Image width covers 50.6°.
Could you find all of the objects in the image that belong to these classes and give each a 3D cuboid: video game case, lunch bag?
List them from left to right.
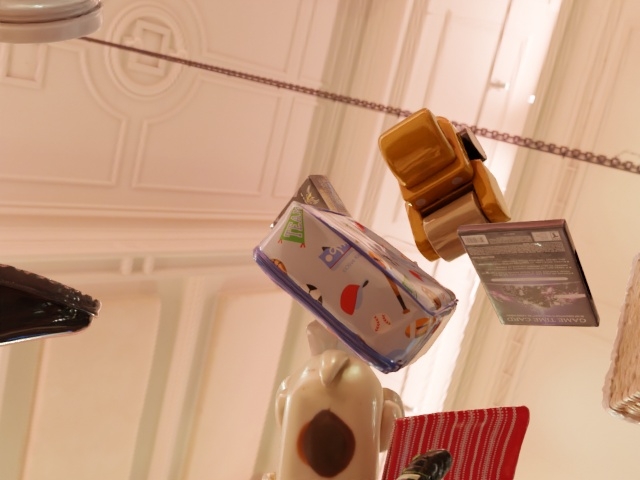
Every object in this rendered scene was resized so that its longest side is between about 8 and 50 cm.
[{"bbox_3d":[0.050,0.050,0.873,0.115,0.243,0.303,-54,-15,7],"label":"lunch bag"},{"bbox_3d":[0.394,0.069,1.274,0.274,0.196,0.026,56,-134,-35],"label":"video game case"}]

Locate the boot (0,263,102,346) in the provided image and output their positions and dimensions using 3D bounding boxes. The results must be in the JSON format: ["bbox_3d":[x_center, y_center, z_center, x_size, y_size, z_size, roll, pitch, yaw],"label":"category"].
[{"bbox_3d":[-0.534,0.241,0.934,0.367,0.146,0.445,28,-109,-45],"label":"boot"}]

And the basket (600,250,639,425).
[{"bbox_3d":[0.681,0.161,1.097,0.266,0.328,0.331,77,-147,-66],"label":"basket"}]

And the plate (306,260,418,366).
[{"bbox_3d":[0.105,0.198,1.456,0.277,0.045,0.278,-29,-36,-17],"label":"plate"}]

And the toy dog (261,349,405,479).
[{"bbox_3d":[0.026,0.445,1.260,0.395,0.284,0.408,103,179,-50],"label":"toy dog"}]

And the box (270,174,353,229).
[{"bbox_3d":[0.000,0.000,1.491,0.056,0.231,0.183,-7,-32,-44],"label":"box"}]

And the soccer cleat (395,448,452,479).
[{"bbox_3d":[0.124,0.359,0.949,0.179,0.072,0.060,-28,-63,-21],"label":"soccer cleat"}]

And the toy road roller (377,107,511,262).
[{"bbox_3d":[0.255,-0.139,1.509,0.202,0.330,0.240,-31,-43,25],"label":"toy road roller"}]

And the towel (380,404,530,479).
[{"bbox_3d":[0.242,0.390,1.213,0.274,0.031,0.199,0,-69,-21],"label":"towel"}]

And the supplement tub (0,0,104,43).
[{"bbox_3d":[-0.273,-0.295,0.614,0.144,0.144,0.200,-30,-45,-39],"label":"supplement tub"}]
